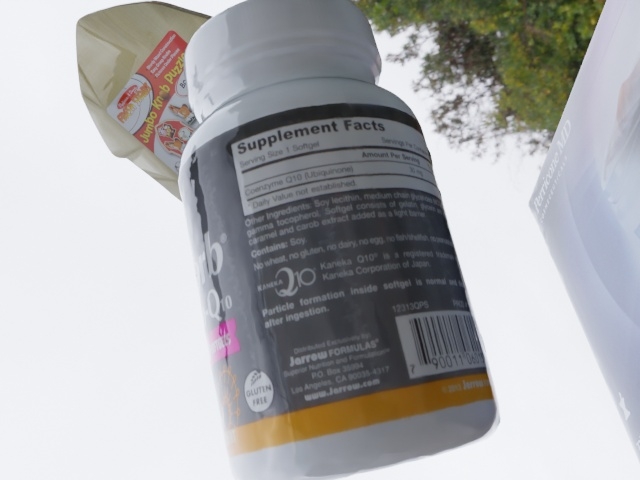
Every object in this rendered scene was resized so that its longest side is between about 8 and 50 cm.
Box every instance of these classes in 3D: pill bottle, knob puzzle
[{"bbox_3d":[0.000,0.000,0.441,0.162,0.162,0.278,-2,-110,-34],"label":"pill bottle"},{"bbox_3d":[-0.148,-0.146,0.674,0.213,0.213,0.030,50,-147,-20],"label":"knob puzzle"}]

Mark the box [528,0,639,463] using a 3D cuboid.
[{"bbox_3d":[0.280,-0.016,0.412,0.182,0.296,0.294,-5,-129,-5],"label":"box"}]
